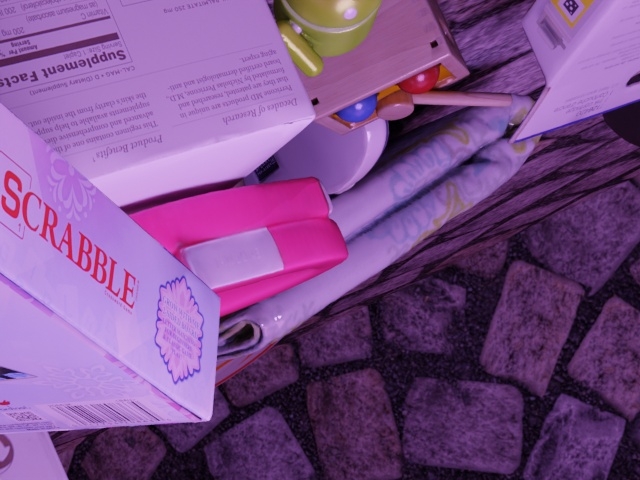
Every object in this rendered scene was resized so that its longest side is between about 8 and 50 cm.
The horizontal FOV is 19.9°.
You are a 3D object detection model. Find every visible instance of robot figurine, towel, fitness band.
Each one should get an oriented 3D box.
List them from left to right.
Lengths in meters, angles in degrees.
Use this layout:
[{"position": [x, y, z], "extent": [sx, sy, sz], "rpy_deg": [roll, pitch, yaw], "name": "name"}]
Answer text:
[{"position": [-0.108, 0.028, 1.060], "extent": [0.209, 0.054, 0.291], "rpy_deg": [-24, 173, 31], "name": "fitness band"}, {"position": [0.000, 0.000, 1.721], "extent": [0.374, 0.090, 0.320], "rpy_deg": [-34, -171, -30], "name": "towel"}, {"position": [0.005, -0.155, 1.138], "extent": [0.101, 0.067, 0.115], "rpy_deg": [-50, 177, -12], "name": "robot figurine"}]

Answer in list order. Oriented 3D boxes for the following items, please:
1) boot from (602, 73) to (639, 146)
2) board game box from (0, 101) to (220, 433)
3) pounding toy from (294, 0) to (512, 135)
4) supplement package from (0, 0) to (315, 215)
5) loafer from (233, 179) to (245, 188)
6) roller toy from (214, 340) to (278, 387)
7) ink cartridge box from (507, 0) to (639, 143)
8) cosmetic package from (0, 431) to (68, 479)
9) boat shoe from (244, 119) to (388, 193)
[{"position": [0.391, -0.210, 1.885], "extent": [0.115, 0.112, 0.305], "rpy_deg": [-53, 180, -25], "name": "boot"}, {"position": [-0.248, 0.005, 0.731], "extent": [0.319, 0.066, 0.318], "rpy_deg": [-5, 155, 20], "name": "board game box"}, {"position": [0.057, -0.127, 1.351], "extent": [0.130, 0.100, 0.141], "rpy_deg": [-25, 172, 10], "name": "pounding toy"}, {"position": [-0.177, -0.061, 0.968], "extent": [0.262, 0.145, 0.204], "rpy_deg": [-17, 170, -34], "name": "supplement package"}, {"position": [-0.125, -0.016, 1.603], "extent": [0.094, 0.087, 0.251], "rpy_deg": [-21, 171, -20], "name": "loafer"}, {"position": [-0.139, 0.076, 1.952], "extent": [0.191, 0.146, 0.209], "rpy_deg": [-30, 169, -24], "name": "roller toy"}, {"position": [0.302, -0.218, 1.385], "extent": [0.303, 0.072, 0.307], "rpy_deg": [-19, 160, -36], "name": "ink cartridge box"}, {"position": [-0.396, 0.237, 1.624], "extent": [0.327, 0.329, 0.393], "rpy_deg": [-22, 173, -13], "name": "cosmetic package"}, {"position": [0.002, -0.079, 1.540], "extent": [0.088, 0.096, 0.267], "rpy_deg": [-24, 174, -27], "name": "boat shoe"}]
